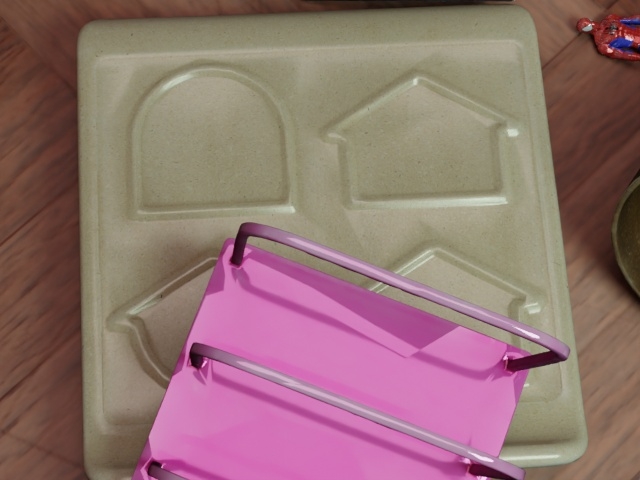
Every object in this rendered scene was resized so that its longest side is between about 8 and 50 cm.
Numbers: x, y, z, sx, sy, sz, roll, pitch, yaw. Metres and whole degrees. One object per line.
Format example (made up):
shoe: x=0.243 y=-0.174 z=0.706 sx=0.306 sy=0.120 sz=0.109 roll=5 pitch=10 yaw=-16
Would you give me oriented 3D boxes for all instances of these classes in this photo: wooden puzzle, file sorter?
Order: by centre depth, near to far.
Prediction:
file sorter: x=-0.010 y=0.157 z=0.825 sx=0.202 sy=0.182 sz=0.291 roll=21 pitch=82 yaw=-1
wooden puzzle: x=0.000 y=0.000 z=1.024 sx=0.322 sy=0.080 sz=0.348 roll=-3 pitch=66 yaw=-4

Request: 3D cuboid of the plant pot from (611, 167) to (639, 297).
plant pot: x=0.335 y=-0.061 z=1.006 sx=0.215 sy=0.215 sz=0.230 roll=27 pitch=57 yaw=7

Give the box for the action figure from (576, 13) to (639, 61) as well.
action figure: x=0.245 y=-0.146 z=1.108 sx=0.115 sy=0.030 sz=0.038 roll=12 pitch=76 yaw=4
